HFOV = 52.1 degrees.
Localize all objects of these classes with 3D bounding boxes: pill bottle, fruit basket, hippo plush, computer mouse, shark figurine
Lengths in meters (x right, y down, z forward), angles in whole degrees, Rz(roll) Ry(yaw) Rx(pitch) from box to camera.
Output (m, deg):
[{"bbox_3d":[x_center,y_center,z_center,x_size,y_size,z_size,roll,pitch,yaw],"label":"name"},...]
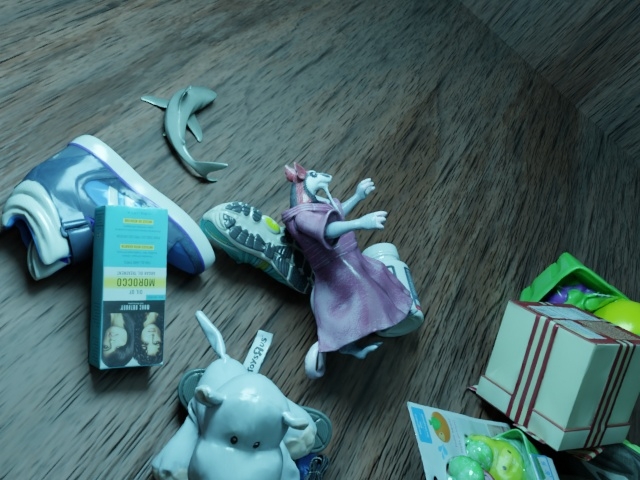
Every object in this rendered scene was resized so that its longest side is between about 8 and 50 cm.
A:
[{"bbox_3d":[0.144,0.102,1.384,0.108,0.108,0.180,11,51,-32],"label":"pill bottle"},{"bbox_3d":[0.301,0.455,1.143,0.353,0.165,0.327,30,39,-45],"label":"fruit basket"},{"bbox_3d":[0.677,0.232,1.557,0.392,0.283,0.392,30,29,-18],"label":"fruit basket"},{"bbox_3d":[-0.086,0.264,0.912,0.234,0.236,0.294,20,74,-17],"label":"hippo plush"},{"bbox_3d":[0.064,0.389,0.973,0.193,0.042,0.106,26,13,6],"label":"computer mouse"},{"bbox_3d":[-0.273,-0.252,1.345,0.166,0.116,0.278,13,48,-28],"label":"shark figurine"}]

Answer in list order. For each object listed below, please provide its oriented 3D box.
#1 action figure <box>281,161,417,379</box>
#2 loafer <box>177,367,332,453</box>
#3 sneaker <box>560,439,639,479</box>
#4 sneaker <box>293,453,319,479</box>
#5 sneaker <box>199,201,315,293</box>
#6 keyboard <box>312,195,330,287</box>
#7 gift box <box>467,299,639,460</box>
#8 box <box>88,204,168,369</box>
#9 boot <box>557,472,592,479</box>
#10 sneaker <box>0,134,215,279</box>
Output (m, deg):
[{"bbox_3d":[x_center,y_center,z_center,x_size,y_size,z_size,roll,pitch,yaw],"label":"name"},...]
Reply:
[{"bbox_3d":[0.019,0.025,1.231,0.370,0.275,0.248,57,11,0],"label":"action figure"},{"bbox_3d":[-0.113,0.283,1.075,0.267,0.084,0.096,25,76,-15],"label":"loafer"},{"bbox_3d":[0.638,0.604,1.307,0.202,0.185,0.483,-7,58,-39],"label":"sneaker"},{"bbox_3d":[-0.014,0.395,1.039,0.058,0.084,0.152,31,43,-14],"label":"sneaker"},{"bbox_3d":[-0.111,0.013,1.261,0.275,0.110,0.107,38,57,-33],"label":"sneaker"},{"bbox_3d":[0.000,0.000,1.428,0.072,0.014,0.256,13,50,-24],"label":"keyboard"},{"bbox_3d":[0.477,0.279,1.347,0.276,0.258,0.255,7,14,-29],"label":"gift box"},{"bbox_3d":[-0.296,0.070,1.011,0.100,0.060,0.244,2,88,-34],"label":"box"},{"bbox_3d":[0.467,0.562,1.300,0.219,0.106,0.082,-48,122,-23],"label":"boot"},{"bbox_3d":[-0.358,0.006,1.082,0.323,0.130,0.236,46,58,-17],"label":"sneaker"}]
